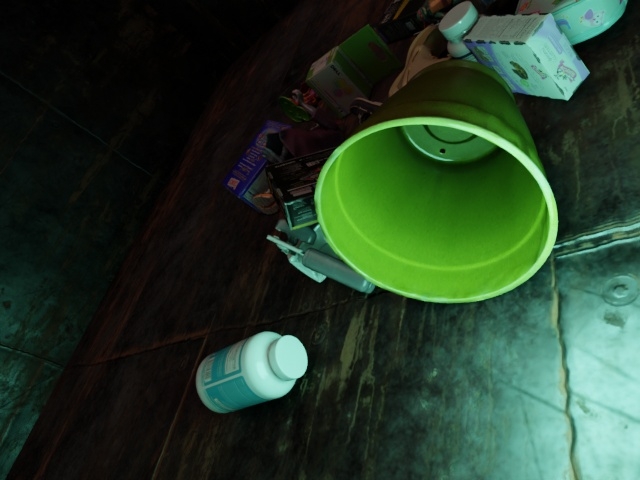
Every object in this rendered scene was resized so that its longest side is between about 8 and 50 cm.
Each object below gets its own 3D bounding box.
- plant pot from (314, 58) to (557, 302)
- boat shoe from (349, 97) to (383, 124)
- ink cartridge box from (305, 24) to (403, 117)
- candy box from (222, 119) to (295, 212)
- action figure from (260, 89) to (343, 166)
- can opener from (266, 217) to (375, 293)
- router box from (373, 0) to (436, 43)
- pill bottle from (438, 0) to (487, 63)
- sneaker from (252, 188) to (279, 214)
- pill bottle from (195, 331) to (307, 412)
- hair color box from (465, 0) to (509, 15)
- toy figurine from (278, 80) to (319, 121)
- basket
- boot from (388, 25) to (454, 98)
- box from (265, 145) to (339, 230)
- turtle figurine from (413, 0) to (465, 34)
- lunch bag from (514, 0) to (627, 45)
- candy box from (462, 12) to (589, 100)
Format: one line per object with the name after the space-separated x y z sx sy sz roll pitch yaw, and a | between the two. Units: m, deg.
0.219 -0.143 0.847 0.366 0.366 0.353 -24 29 40 | plant pot
0.139 -0.386 1.445 0.065 0.075 0.206 -52 34 -4 | boat shoe
0.107 -0.544 1.537 0.255 0.188 0.097 -20 42 43 | ink cartridge box
-0.211 -0.286 1.782 0.317 0.122 0.268 -52 31 0 | candy box
-0.010 -0.298 1.449 0.275 0.248 0.370 20 42 24 | action figure
0.003 0.024 1.065 0.283 0.076 0.095 22 88 26 | can opener
0.352 -0.842 1.616 0.309 0.081 0.243 -58 30 -8 | router box
0.359 -0.447 1.085 0.112 0.186 0.112 -35 34 28 | pill bottle
-0.148 -0.154 1.607 0.214 0.084 0.083 -14 37 40 | sneaker
-0.152 0.294 1.065 0.264 0.146 0.146 -28 38 36 | pill bottle
0.519 -0.720 1.159 0.347 0.105 0.174 -40 -6 21 | hair color box
-0.056 -0.574 1.899 0.173 0.130 0.159 29 73 38 | toy figurine
0.000 0.000 1.198 0.167 0.113 0.103 -49 26 7 | basket
0.313 -0.479 1.275 0.262 0.095 0.203 -59 30 -8 | boot
0.042 -0.153 1.166 0.321 0.079 0.257 -18 32 -9 | box
0.367 -0.725 1.419 0.234 0.175 0.118 -26 2 21 | turtle figurine
0.534 -0.532 1.009 0.224 0.107 0.279 -13 46 56 | lunch bag
0.411 -0.373 0.957 0.070 0.164 0.196 -52 30 6 | candy box
